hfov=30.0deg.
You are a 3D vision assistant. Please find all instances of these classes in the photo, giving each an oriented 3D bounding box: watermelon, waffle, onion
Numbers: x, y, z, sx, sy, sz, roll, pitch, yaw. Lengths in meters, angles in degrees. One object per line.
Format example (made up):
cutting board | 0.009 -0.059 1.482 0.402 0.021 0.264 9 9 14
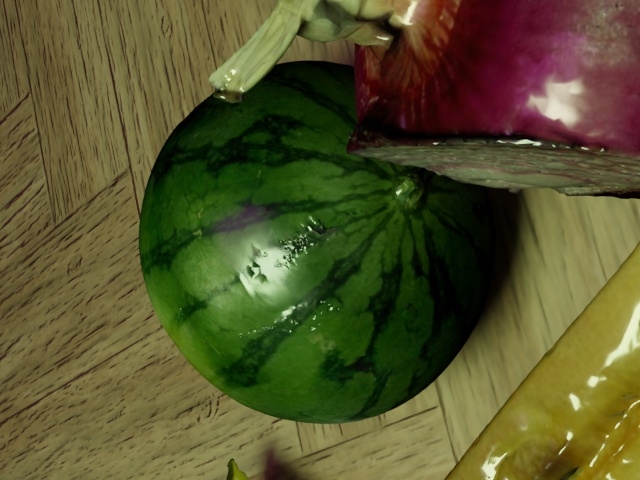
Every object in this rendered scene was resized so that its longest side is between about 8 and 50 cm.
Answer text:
watermelon | -0.002 0.001 0.792 0.242 0.242 0.242 -1 89 50
waffle | 0.171 0.098 0.599 0.098 0.224 0.328 52 127 25
onion | 0.138 -0.136 0.638 0.256 0.272 0.231 8 82 29

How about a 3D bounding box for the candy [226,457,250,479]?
candy | -0.031 0.343 0.946 0.187 0.081 0.297 28 121 46
